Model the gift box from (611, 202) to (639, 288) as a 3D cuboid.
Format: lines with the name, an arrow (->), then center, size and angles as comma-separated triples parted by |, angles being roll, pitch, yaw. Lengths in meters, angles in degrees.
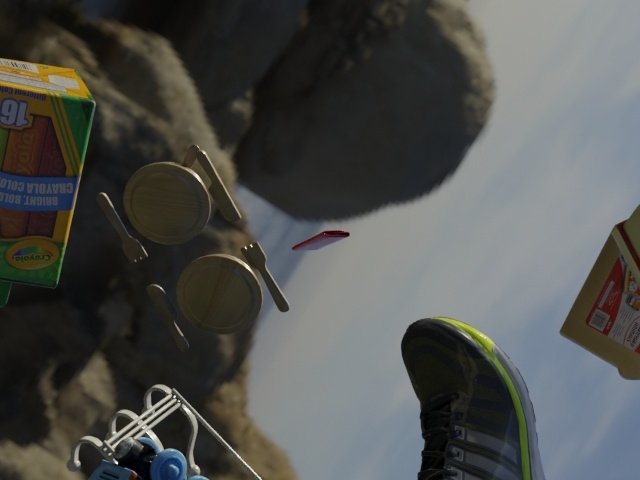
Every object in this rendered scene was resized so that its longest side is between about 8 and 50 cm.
gift box -> 0.484, 0.027, 1.688 | 0.276, 0.255, 0.258 | -19, 169, -4

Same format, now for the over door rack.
over door rack -> -0.166, 0.351, 2.212 | 0.108, 0.324, 0.239 | -58, 170, 24

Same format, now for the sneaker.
sneaker -> 0.129, 0.204, 1.442 | 0.121, 0.300, 0.111 | -2, 151, -35

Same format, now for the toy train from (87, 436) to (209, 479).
toy train -> -0.157, 0.277, 1.632 | 0.080, 0.184, 0.105 | 11, -122, 53

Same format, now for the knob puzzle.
knob puzzle -> 0.420, 0.096, 2.051 | 0.213, 0.213, 0.030 | -58, 175, -21

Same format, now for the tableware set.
tableware set -> -0.122, 0.004, 1.602 | 0.128, 0.194, 0.039 | -21, -160, 17

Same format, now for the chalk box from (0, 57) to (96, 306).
chalk box -> -0.381, -0.057, 1.869 | 0.179, 0.180, 0.288 | -132, -127, -68

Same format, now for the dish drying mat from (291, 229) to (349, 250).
dish drying mat -> 0.000, 0.000, 1.698 | 0.083, 0.032, 0.008 | 156, -70, -64
